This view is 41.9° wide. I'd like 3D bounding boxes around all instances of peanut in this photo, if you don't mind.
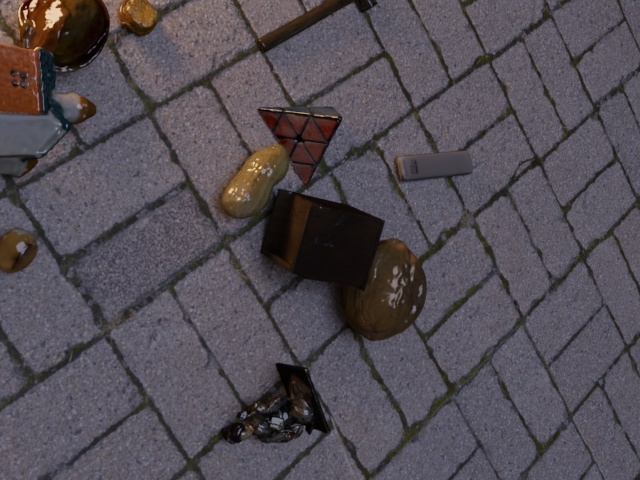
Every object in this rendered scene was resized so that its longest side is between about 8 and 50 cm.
[{"bbox_3d":[-0.138,-0.130,1.848,0.098,0.090,0.214,48,62,-28],"label":"peanut"}]

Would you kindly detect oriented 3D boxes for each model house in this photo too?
[{"bbox_3d":[-0.568,-0.241,1.533,0.301,0.190,0.271,-3,89,-45],"label":"model house"}]

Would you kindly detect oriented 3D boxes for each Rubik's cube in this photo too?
[{"bbox_3d":[-0.032,-0.292,1.960,0.190,0.211,0.178,36,40,0],"label":"Rubik's cube"}]

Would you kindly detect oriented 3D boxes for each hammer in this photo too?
[{"bbox_3d":[-0.012,-0.546,2.011,0.365,0.043,0.111,-38,106,-30],"label":"hammer"}]

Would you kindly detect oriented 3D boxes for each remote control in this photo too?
[{"bbox_3d":[0.301,-0.196,2.193,0.261,0.029,0.067,-9,90,-37],"label":"remote control"}]

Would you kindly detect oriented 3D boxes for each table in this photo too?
[{"bbox_3d":[0.000,0.000,1.856,0.193,0.169,0.172,12,99,-31],"label":"table"}]

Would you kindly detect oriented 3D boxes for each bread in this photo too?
[{"bbox_3d":[-0.379,-0.471,1.750,0.083,0.046,0.080,-4,81,-33],"label":"bread"}]

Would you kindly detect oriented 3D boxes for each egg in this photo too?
[{"bbox_3d":[-0.567,0.020,1.554,0.071,0.071,0.083,38,78,-25],"label":"egg"}]

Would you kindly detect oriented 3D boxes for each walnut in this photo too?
[{"bbox_3d":[0.148,0.116,1.953,0.198,0.198,0.244,21,80,-31],"label":"walnut"}]

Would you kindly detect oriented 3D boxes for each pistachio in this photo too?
[{"bbox_3d":[-0.495,-0.416,1.617,0.165,0.131,0.210,44,55,-18],"label":"pistachio"}]

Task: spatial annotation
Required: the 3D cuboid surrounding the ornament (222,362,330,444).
[{"bbox_3d":[-0.112,0.382,1.788,0.196,0.153,0.166,-24,97,-24],"label":"ornament"}]
